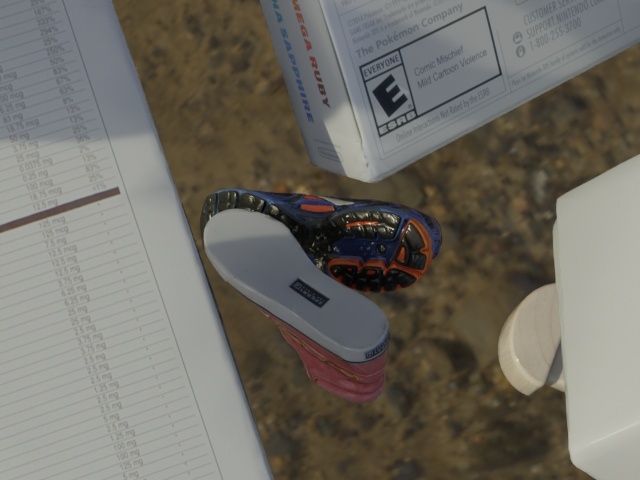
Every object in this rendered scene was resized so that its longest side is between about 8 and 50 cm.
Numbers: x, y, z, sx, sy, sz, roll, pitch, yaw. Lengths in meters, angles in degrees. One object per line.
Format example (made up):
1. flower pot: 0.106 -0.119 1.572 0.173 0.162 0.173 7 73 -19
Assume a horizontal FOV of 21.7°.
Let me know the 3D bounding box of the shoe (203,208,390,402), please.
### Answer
1. shoe: -0.019 0.052 1.254 0.178 0.081 0.063 36 61 27

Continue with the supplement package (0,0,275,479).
1. supplement package: -0.111 0.014 0.556 0.139 0.134 0.244 -18 92 -9

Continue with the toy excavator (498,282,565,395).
1. toy excavator: 0.495 0.127 1.955 0.445 0.222 0.433 -42 83 -14

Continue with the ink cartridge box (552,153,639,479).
1. ink cartridge box: 0.254 0.020 0.560 0.211 0.289 0.121 34 42 -32

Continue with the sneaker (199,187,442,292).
1. sneaker: 0.000 0.000 1.347 0.087 0.221 0.083 -17 114 -60

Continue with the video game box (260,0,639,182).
1. video game box: 0.060 -0.146 0.571 0.205 0.048 0.187 -28 117 -25
